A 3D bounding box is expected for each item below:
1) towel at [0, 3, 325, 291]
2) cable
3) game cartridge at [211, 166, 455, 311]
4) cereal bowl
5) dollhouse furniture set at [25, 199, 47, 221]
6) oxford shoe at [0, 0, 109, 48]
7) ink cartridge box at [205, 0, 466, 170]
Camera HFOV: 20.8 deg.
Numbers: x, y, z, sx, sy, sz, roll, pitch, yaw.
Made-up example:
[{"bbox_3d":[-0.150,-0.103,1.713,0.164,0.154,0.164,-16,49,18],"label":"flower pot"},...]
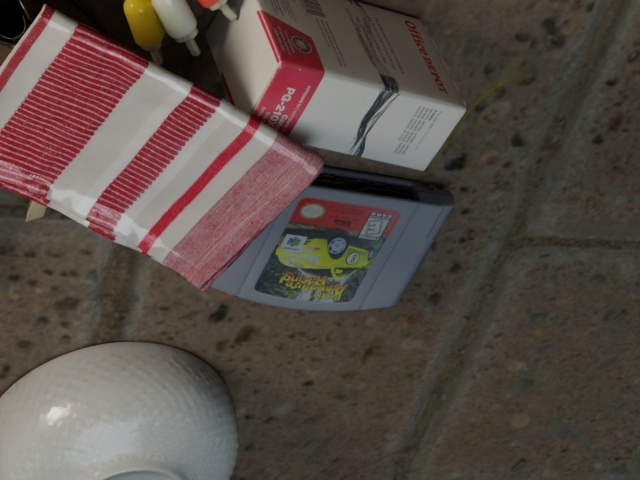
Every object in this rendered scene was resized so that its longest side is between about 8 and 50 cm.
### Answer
[{"bbox_3d":[-0.193,-0.087,1.802,0.329,0.037,0.237,28,131,-19],"label":"towel"},{"bbox_3d":[-0.183,-0.303,1.754,0.139,0.072,0.287,-32,135,9],"label":"cable"},{"bbox_3d":[0.000,0.000,2.132,0.294,0.060,0.196,7,132,-27],"label":"game cartridge"},{"bbox_3d":[-0.262,0.295,2.242,0.339,0.141,0.339,-11,135,-11],"label":"cereal bowl"},{"bbox_3d":[-0.335,-0.063,1.926,0.081,0.091,0.114,15,129,-13],"label":"dollhouse furniture set"},{"bbox_3d":[-0.302,-0.219,1.772,0.227,0.096,0.083,27,116,-40],"label":"oxford shoe"},{"bbox_3d":[0.016,-0.182,1.878,0.237,0.172,0.100,11,128,-30],"label":"ink cartridge box"}]
